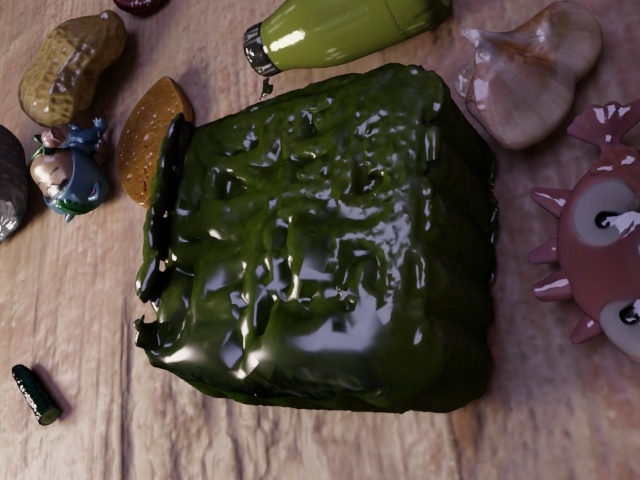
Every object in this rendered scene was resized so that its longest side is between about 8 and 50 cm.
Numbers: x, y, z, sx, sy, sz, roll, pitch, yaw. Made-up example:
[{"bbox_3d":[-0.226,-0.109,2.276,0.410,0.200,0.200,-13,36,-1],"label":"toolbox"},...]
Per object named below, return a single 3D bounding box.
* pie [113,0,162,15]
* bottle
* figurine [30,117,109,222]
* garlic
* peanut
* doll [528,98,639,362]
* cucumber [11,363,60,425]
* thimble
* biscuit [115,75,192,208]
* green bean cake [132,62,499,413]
[{"bbox_3d":[-0.308,-0.468,1.107,0.155,0.036,0.154,-5,79,25],"label":"pie"},{"bbox_3d":[0.023,-0.277,0.781,0.260,0.112,0.112,-14,66,29],"label":"bottle"},{"bbox_3d":[-0.401,-0.129,0.995,0.114,0.144,0.178,-17,52,24],"label":"figurine"},{"bbox_3d":[0.207,-0.174,0.627,0.124,0.099,0.174,38,83,18],"label":"garlic"},{"bbox_3d":[-0.426,-0.300,1.083,0.197,0.110,0.233,28,89,50],"label":"peanut"},{"bbox_3d":[0.277,-0.005,0.524,0.211,0.093,0.261,-21,65,33],"label":"doll"},{"bbox_3d":[-0.434,0.227,0.947,0.133,0.032,0.032,34,93,38],"label":"cucumber"},{"bbox_3d":[-0.617,-0.085,1.075,0.236,0.205,0.172,-31,60,24],"label":"thimble"},{"bbox_3d":[-0.258,-0.150,0.971,0.142,0.029,0.220,-10,68,29],"label":"biscuit"},{"bbox_3d":[0.000,0.000,0.631,0.319,0.218,0.334,-10,69,30],"label":"green bean cake"}]
